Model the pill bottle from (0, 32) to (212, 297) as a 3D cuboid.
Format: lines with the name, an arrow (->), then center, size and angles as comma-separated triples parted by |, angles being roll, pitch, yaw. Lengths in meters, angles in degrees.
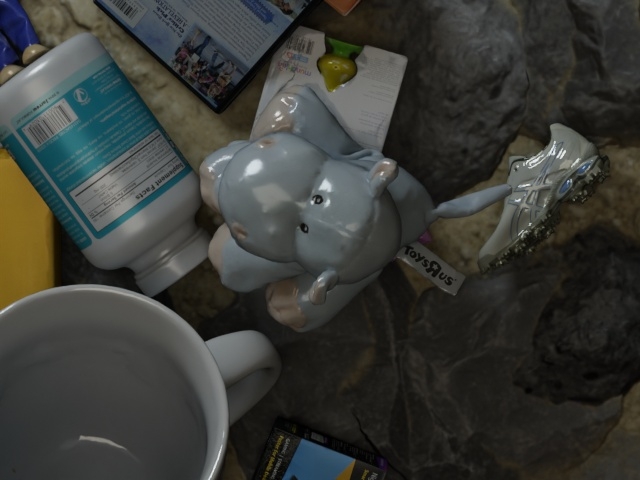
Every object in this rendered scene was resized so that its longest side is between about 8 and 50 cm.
pill bottle -> -0.220, -0.072, 1.796 | 0.146, 0.146, 0.264 | -34, 97, 13

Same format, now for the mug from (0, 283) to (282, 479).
mug -> -0.200, 0.210, 1.778 | 0.374, 0.328, 0.276 | -31, 72, -20

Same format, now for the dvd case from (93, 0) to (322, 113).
dvd case -> -0.100, -0.262, 1.748 | 0.180, 0.022, 0.253 | 42, 129, -5

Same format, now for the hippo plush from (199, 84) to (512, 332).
hippo plush -> 0.000, 0.000, 1.677 | 0.294, 0.236, 0.234 | 27, 103, 2

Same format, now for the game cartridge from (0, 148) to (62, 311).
game cartridge -> -0.444, 0.036, 1.902 | 0.323, 0.053, 0.285 | 3, 103, 4

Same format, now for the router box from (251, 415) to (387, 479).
router box -> -0.020, 0.299, 1.905 | 0.133, 0.046, 0.179 | 21, 105, -2

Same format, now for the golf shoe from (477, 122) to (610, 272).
golf shoe -> 0.216, -0.044, 1.802 | 0.176, 0.069, 0.086 | -46, 74, 11

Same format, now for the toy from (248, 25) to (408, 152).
toy -> -0.003, -0.097, 1.810 | 0.136, 0.056, 0.237 | 17, 103, 6

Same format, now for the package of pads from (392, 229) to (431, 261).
package of pads -> 0.077, -0.025, 1.829 | 0.050, 0.032, 0.083 | -28, 98, 10

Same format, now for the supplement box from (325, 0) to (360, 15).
supplement box -> -0.037, -0.330, 1.749 | 0.233, 0.078, 0.080 | 41, 108, -3

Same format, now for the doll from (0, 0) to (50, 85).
doll -> -0.359, -0.262, 1.820 | 0.129, 0.046, 0.189 | -36, 90, 23
